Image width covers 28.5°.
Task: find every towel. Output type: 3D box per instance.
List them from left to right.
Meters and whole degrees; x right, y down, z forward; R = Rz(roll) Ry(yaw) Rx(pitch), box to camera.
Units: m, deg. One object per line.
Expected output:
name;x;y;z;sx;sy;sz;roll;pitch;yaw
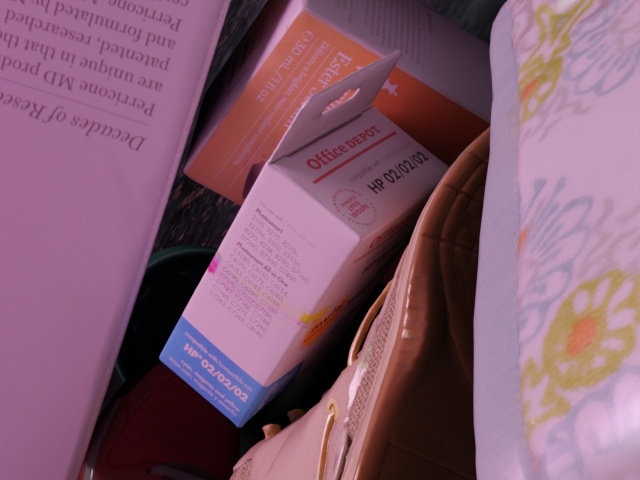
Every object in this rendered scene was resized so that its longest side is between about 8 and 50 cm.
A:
towel;0.182;-0.088;0.451;0.320;0.090;0.374;-47;23;37

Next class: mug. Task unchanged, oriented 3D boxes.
mug;-0.106;0.058;0.957;0.129;0.158;0.097;-41;10;-7

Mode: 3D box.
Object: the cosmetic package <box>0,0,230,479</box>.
cosmetic package;-0.160;-0.074;0.752;0.230;0.161;0.453;-129;57;-79

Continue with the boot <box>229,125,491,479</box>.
boot;0.039;0.075;0.634;0.203;0.095;0.262;-43;22;59

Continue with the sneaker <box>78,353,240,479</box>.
sneaker;-0.100;0.224;0.823;0.136;0.116;0.314;-11;60;56

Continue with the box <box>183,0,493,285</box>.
box;0.030;-0.065;0.725;0.130;0.170;0.091;-51;19;33

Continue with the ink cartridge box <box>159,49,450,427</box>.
ink cartridge box;0.000;0.000;0.645;0.104;0.061;0.181;-36;-18;-52
